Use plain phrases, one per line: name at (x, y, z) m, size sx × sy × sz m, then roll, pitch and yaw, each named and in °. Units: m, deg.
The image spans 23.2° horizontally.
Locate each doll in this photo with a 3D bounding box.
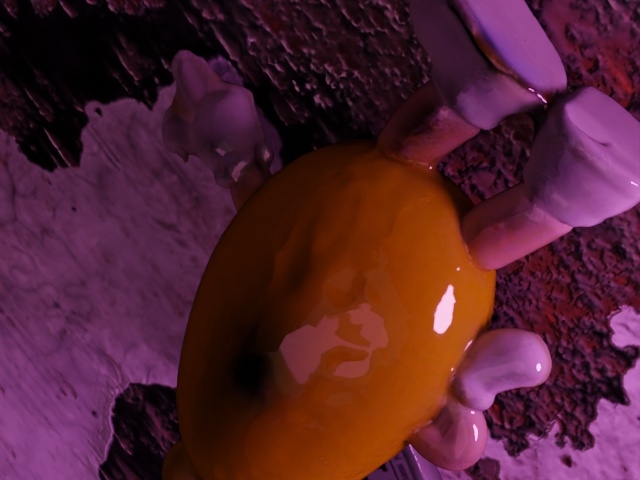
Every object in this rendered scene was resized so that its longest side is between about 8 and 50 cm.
doll at (0.031, -0.003, 1.075) m, size 0.423 × 0.161 × 0.348 m, roll -16°, pitch 83°, yaw 34°

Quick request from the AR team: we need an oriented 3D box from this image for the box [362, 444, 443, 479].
box at (0.032, 0.169, 1.236) m, size 0.115 × 0.036 × 0.177 m, roll -12°, pitch 107°, yaw 34°
